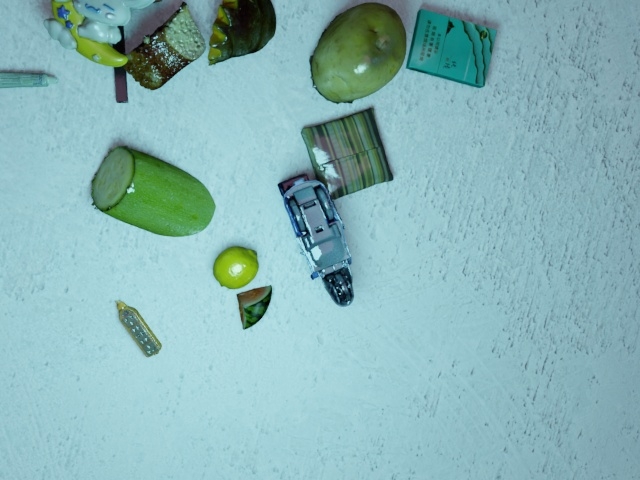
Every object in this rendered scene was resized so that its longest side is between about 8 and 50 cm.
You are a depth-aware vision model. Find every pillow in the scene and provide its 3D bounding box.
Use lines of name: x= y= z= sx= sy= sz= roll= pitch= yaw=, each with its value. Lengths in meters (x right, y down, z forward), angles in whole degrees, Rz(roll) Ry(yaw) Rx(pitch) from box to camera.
pillow: x=0.075 y=-0.229 z=1.662 sx=0.212 sy=0.052 sz=0.208 roll=-19 pitch=95 yaw=-10

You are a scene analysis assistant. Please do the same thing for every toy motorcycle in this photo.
toy motorcycle: x=0.000 y=0.000 z=1.597 sx=0.125 sy=0.212 sz=0.358 roll=-22 pitch=95 yaw=-6

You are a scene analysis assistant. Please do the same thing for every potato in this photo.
potato: x=0.114 y=-0.479 z=1.570 sx=0.285 sy=0.242 sz=0.242 roll=-39 pitch=101 yaw=-8

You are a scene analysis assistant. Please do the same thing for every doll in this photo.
doll: x=-0.516 y=-0.529 z=1.421 sx=0.252 sy=0.111 sz=0.237 roll=25 pitch=114 yaw=-1

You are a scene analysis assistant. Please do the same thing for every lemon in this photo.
lemon: x=-0.218 y=0.069 z=1.605 sx=0.133 sy=0.109 sz=0.109 roll=-42 pitch=101 yaw=4

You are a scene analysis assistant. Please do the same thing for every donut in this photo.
donut: x=-0.381 y=-0.472 z=1.527 sx=0.186 sy=0.144 sz=0.126 roll=-48 pitch=111 yaw=-28

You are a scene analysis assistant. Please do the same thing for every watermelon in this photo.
watermelon: x=-0.181 y=0.164 z=1.650 sx=0.094 sy=0.125 sz=0.135 roll=29 pitch=57 yaw=17

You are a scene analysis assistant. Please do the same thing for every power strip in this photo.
power strip: x=-0.477 y=0.229 z=1.610 sx=0.049 sy=0.028 sz=0.178 roll=-34 pitch=100 yaw=-6

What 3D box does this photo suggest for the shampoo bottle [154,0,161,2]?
shampoo bottle: x=-0.512 y=-0.598 z=1.503 sx=0.244 sy=0.085 sz=0.085 roll=-14 pitch=98 yaw=-7

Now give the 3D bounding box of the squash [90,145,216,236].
squash: x=-0.427 y=-0.115 z=1.592 sx=0.260 sy=0.189 sz=0.189 roll=22 pitch=91 yaw=-48

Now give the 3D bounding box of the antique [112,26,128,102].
antique: x=-0.504 y=-0.443 z=1.551 sx=0.031 sy=0.015 sz=0.192 roll=-3 pitch=95 yaw=-9

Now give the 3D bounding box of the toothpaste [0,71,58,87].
toothpaste: x=-0.743 y=-0.391 z=1.503 sx=0.197 sy=0.029 sz=0.048 roll=-2 pitch=93 yaw=-8

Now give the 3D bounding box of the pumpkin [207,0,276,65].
pumpkin: x=-0.182 y=-0.547 z=1.546 sx=0.149 sy=0.130 sz=0.254 roll=19 pitch=90 yaw=-12

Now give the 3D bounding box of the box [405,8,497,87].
box: x=0.359 y=-0.525 z=1.695 sx=0.226 sy=0.042 sz=0.161 roll=12 pitch=94 yaw=-11
